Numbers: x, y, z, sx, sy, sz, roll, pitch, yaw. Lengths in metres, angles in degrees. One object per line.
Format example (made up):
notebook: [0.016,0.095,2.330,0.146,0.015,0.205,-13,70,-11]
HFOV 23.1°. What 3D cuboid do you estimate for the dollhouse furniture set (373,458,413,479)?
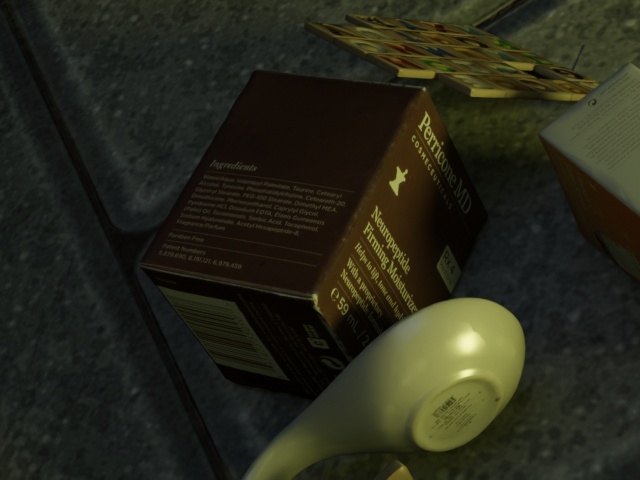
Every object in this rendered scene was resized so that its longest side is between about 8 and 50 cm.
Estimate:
dollhouse furniture set: [0.095,0.318,0.953,0.201,0.152,0.374,-42,29,-9]

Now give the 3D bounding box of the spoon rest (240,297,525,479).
spoon rest: [0.032,0.141,1.130,0.276,0.137,0.084,-42,45,5]

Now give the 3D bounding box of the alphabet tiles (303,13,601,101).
alphabet tiles: [0.110,-0.152,1.287,0.198,0.237,0.009,33,115,42]

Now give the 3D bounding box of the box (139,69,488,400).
box: [0.000,0.000,1.226,0.167,0.168,0.203,10,59,33]

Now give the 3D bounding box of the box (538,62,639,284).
box: [0.257,-0.025,1.136,0.091,0.130,0.170,-37,45,-6]
